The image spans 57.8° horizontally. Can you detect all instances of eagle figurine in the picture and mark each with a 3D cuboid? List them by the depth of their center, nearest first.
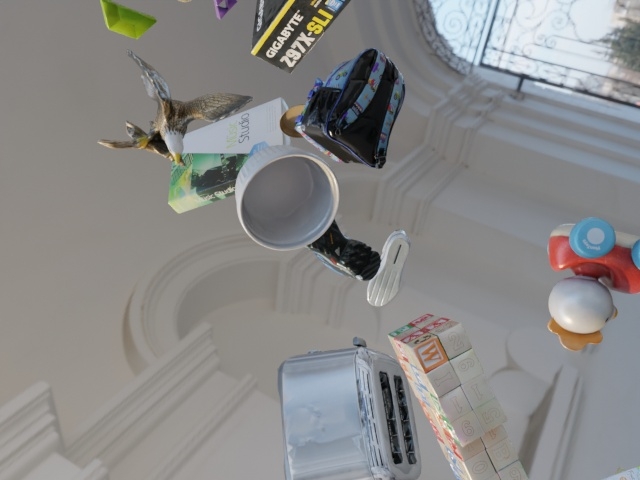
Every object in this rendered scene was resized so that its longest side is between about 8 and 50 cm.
[{"bbox_3d":[-0.296,-0.265,1.195,0.226,0.225,0.298,-33,-7,-41],"label":"eagle figurine"}]

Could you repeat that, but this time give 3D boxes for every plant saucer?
[{"bbox_3d":[-0.036,-0.223,1.065,0.083,0.083,0.015,76,-177,-57],"label":"plant saucer"}]

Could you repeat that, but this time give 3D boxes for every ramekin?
[{"bbox_3d":[-0.074,-0.094,1.166,0.207,0.109,0.207,-9,-60,-17],"label":"ramekin"}]

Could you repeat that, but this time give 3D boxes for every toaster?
[{"bbox_3d":[0.036,0.243,0.750,0.129,0.146,0.227,29,-133,-50],"label":"toaster"}]

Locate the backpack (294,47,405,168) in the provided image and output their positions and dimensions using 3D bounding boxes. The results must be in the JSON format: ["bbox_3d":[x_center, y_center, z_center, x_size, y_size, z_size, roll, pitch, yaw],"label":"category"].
[{"bbox_3d":[0.059,-0.228,0.975,0.158,0.117,0.173,27,-95,-43],"label":"backpack"}]

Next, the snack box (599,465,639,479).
[{"bbox_3d":[0.400,0.350,0.751,0.141,0.100,0.037,46,-159,-33],"label":"snack box"}]

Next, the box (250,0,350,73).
[{"bbox_3d":[0.000,-0.446,0.838,0.257,0.079,0.322,-35,43,45],"label":"box"}]

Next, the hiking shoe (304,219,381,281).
[{"bbox_3d":[0.000,0.000,1.400,0.113,0.304,0.132,-53,16,-20],"label":"hiking shoe"}]

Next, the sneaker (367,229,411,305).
[{"bbox_3d":[0.217,0.086,1.793,0.091,0.094,0.258,-66,-1,-65],"label":"sneaker"}]

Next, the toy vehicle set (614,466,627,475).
[{"bbox_3d":[0.476,0.517,0.931,0.267,0.166,0.035,-56,17,-3],"label":"toy vehicle set"}]

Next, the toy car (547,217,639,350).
[{"bbox_3d":[0.526,0.099,1.105,0.219,0.210,0.238,37,-112,-79],"label":"toy car"}]

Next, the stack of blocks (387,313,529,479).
[{"bbox_3d":[0.232,0.280,0.970,0.087,0.297,0.171,-26,2,-7],"label":"stack of blocks"}]

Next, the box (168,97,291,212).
[{"bbox_3d":[-0.227,-0.214,1.458,0.058,0.322,0.232,52,-154,-49],"label":"box"}]

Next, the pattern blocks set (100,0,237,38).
[{"bbox_3d":[-0.249,-0.440,0.850,0.325,0.026,0.285,15,-66,-45],"label":"pattern blocks set"}]
